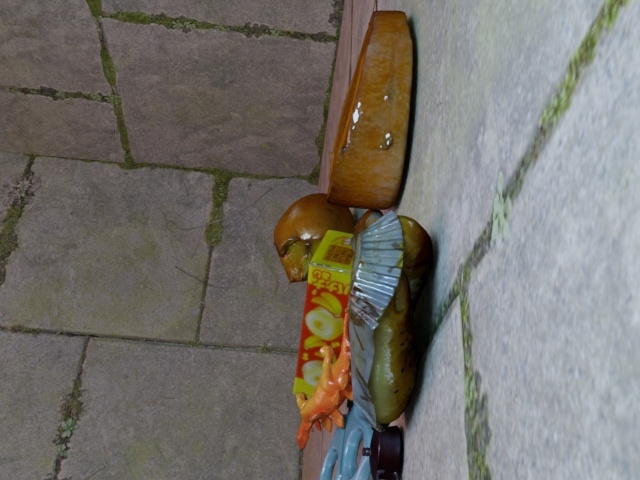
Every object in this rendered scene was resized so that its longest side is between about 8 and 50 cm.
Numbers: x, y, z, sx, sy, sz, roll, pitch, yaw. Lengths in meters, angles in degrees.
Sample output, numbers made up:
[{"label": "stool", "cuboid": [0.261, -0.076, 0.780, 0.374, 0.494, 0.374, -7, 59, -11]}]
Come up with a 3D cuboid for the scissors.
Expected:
[{"label": "scissors", "cuboid": [0.057, 0.262, 1.154, 0.191, 0.030, 0.360, 123, 165, -45]}]

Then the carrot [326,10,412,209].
[{"label": "carrot", "cuboid": [0.075, -0.197, 1.059, 0.258, 0.100, 0.307, 117, 160, -74]}]

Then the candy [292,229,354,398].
[{"label": "candy", "cuboid": [0.021, 0.135, 1.257, 0.146, 0.088, 0.275, -64, -17, -61]}]

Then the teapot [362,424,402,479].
[{"label": "teapot", "cuboid": [0.073, 0.257, 0.848, 0.100, 0.045, 0.067, -88, 3, -59]}]

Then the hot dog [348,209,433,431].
[{"label": "hot dog", "cuboid": [0.075, 0.094, 0.779, 0.162, 0.082, 0.270, -76, -12, -45]}]

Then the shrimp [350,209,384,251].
[{"label": "shrimp", "cuboid": [0.083, 0.036, 1.103, 0.161, 0.049, 0.165, 109, 159, -70]}]

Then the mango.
[{"label": "mango", "cuboid": [0.000, 0.000, 1.569, 0.199, 0.201, 0.350, -47, 4, 13]}]

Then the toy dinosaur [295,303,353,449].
[{"label": "toy dinosaur", "cuboid": [0.020, 0.234, 1.136, 0.117, 0.071, 0.288, -114, 43, -60]}]
